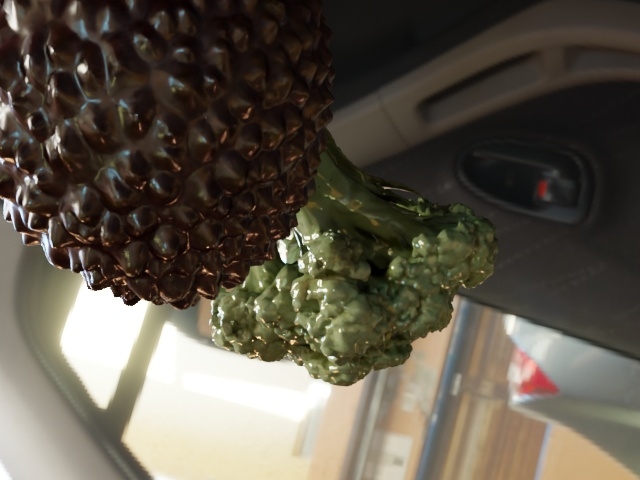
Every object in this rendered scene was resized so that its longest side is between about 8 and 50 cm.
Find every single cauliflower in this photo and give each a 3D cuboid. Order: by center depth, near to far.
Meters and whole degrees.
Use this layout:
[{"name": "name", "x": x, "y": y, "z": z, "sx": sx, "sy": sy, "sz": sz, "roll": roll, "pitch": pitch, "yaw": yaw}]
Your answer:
[{"name": "cauliflower", "x": 0.010, "y": 0.021, "z": 1.130, "sx": 0.327, "sy": 0.260, "sz": 0.281, "roll": -29, "pitch": 131, "yaw": 18}]

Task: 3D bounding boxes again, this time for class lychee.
[{"name": "lychee", "x": -0.129, "y": -0.114, "z": 0.859, "sx": 0.306, "sy": 0.330, "sz": 0.306, "roll": -11, "pitch": -166, "yaw": 3}]
